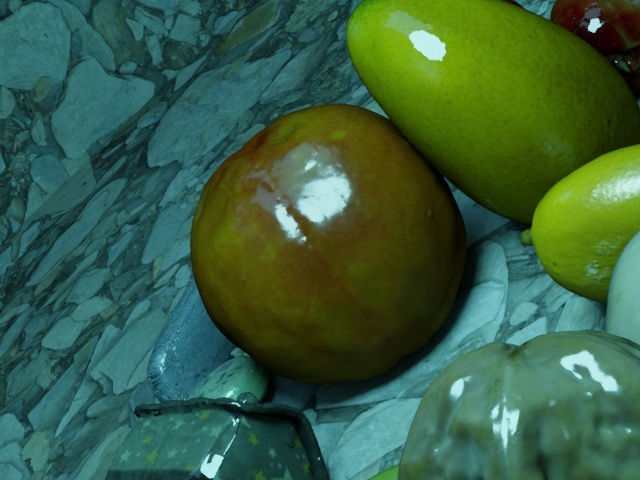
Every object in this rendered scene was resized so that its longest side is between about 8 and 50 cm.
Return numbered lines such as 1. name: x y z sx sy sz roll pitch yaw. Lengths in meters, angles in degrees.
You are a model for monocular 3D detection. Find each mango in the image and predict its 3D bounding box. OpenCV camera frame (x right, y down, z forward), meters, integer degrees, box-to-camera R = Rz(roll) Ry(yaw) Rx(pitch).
1. mango: 0.340 -0.017 1.204 0.317 0.176 0.119 -13 36 35
2. mango: 0.198 -0.162 1.423 0.221 0.378 0.264 -57 16 5

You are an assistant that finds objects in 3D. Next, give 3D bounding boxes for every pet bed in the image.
1. pet bed: -0.115 0.256 1.406 0.211 0.183 0.159 -12 39 47

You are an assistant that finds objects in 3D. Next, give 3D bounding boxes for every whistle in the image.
1. whistle: -0.101 0.178 1.669 0.126 0.067 0.258 -23 25 47

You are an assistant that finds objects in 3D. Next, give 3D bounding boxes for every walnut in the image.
1. walnut: 0.191 0.204 0.970 0.273 0.273 0.227 -44 -5 -7

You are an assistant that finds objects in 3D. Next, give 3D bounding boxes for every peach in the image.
1. peach: 0.000 0.000 1.524 0.343 0.301 0.342 -32 27 18

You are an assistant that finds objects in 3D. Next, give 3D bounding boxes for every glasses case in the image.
1. glasses case: -0.162 0.125 1.790 0.067 0.109 0.282 -16 35 39

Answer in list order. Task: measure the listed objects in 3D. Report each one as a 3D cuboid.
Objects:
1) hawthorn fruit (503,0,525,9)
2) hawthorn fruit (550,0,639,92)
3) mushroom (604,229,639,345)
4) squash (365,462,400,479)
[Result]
1. hawthorn fruit: 0.230 -0.236 1.716 0.215 0.215 0.249 -20 30 40
2. hawthorn fruit: 0.372 -0.253 1.586 0.157 0.157 0.194 -33 29 18
3. mushroom: 0.346 0.072 1.073 0.204 0.204 0.204 -33 25 18
4. squash: 0.071 0.270 1.220 0.341 0.094 0.094 -32 26 19
